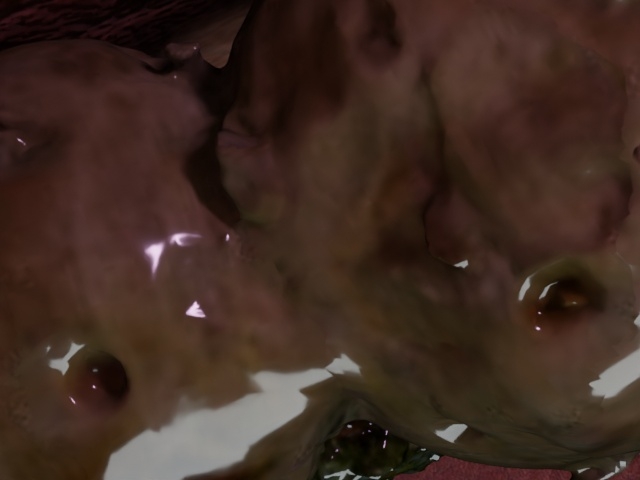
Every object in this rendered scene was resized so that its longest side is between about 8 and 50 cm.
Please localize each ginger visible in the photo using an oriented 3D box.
[{"bbox_3d":[0.000,0.000,0.456,0.375,0.176,0.256,-20,178,0],"label":"ginger"}]

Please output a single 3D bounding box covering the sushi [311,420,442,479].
[{"bbox_3d":[-0.024,0.118,1.080,0.294,0.178,0.352,-20,168,-28],"label":"sushi"}]
